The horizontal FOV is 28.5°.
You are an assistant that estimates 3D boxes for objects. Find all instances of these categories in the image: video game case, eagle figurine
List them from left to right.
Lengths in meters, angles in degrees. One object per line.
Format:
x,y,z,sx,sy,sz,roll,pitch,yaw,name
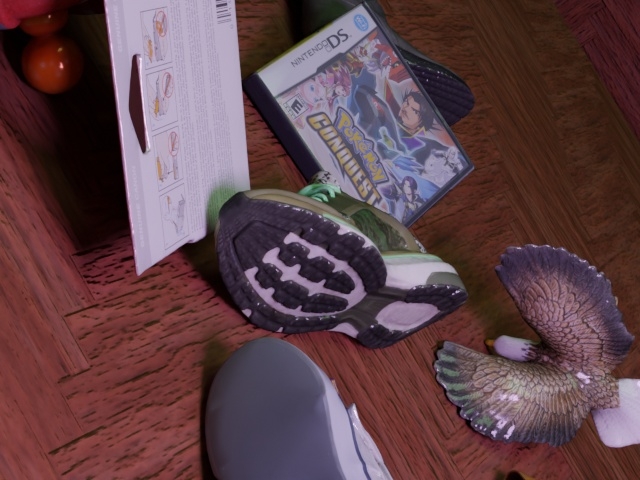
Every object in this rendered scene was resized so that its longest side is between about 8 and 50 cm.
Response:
0.057,-0.147,1.630,0.248,0.035,0.274,-40,98,-42,video game case
0.302,0.157,1.655,0.298,0.225,0.226,33,45,-57,eagle figurine

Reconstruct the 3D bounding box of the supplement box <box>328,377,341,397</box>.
-0.014,0.171,1.263,0.083,0.043,0.055,9,53,-54,supplement box

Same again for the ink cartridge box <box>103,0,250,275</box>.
-0.153,-0.141,1.186,0.261,0.066,0.296,-35,123,-64,ink cartridge box

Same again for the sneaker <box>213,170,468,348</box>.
0.000,0.000,1.389,0.410,0.158,0.182,26,30,-56,sneaker

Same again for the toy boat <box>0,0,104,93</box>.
-0.262,-0.214,1.196,0.231,0.151,0.151,-45,131,-62,toy boat

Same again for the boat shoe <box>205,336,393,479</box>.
0.022,0.244,1.112,0.367,0.136,0.156,52,1,44,boat shoe

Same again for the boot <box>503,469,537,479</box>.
0.317,0.343,1.573,0.211,0.104,0.295,36,17,-9,boot

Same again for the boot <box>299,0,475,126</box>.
0.089,-0.308,1.858,0.338,0.118,0.222,25,39,-44,boot
